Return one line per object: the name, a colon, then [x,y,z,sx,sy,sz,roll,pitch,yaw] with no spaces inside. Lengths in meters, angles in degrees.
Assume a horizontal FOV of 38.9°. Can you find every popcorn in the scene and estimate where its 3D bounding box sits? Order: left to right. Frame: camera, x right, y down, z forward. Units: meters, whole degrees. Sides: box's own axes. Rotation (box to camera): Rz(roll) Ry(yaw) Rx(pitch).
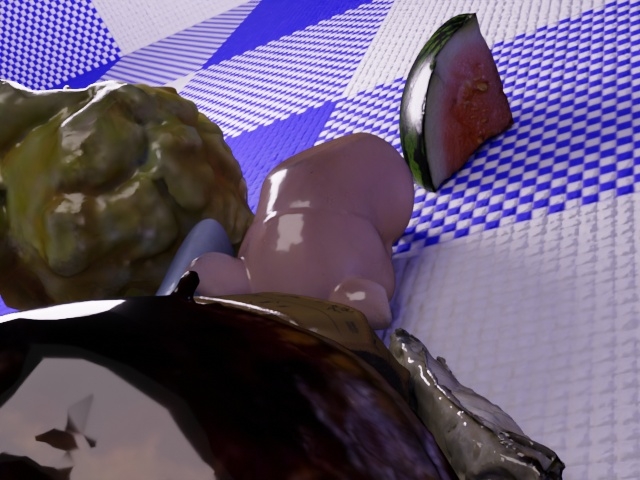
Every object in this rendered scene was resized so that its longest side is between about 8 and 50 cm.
popcorn: [-0.220,-0.034,0.980,0.278,0.275,0.335,-1,4,17]

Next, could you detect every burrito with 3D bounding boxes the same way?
burrito: [0.097,0.122,0.597,0.058,0.063,0.229,-3,20,-12]

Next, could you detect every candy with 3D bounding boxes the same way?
candy: [-0.115,0.076,0.826,0.071,0.138,0.174,2,30,7]

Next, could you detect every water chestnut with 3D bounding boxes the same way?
water chestnut: [-0.071,0.192,0.416,0.335,0.347,0.335,-9,65,20]

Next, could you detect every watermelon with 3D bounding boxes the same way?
watermelon: [0.128,-0.140,1.014,0.145,0.193,0.137,-40,71,-19]

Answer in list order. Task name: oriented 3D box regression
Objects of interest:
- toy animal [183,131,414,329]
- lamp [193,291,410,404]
toy animal: [0.007,-0.006,0.826,0.166,0.154,0.250,-7,34,23]
lamp: [-0.036,0.114,0.638,0.161,0.161,0.185,-41,25,-24]
